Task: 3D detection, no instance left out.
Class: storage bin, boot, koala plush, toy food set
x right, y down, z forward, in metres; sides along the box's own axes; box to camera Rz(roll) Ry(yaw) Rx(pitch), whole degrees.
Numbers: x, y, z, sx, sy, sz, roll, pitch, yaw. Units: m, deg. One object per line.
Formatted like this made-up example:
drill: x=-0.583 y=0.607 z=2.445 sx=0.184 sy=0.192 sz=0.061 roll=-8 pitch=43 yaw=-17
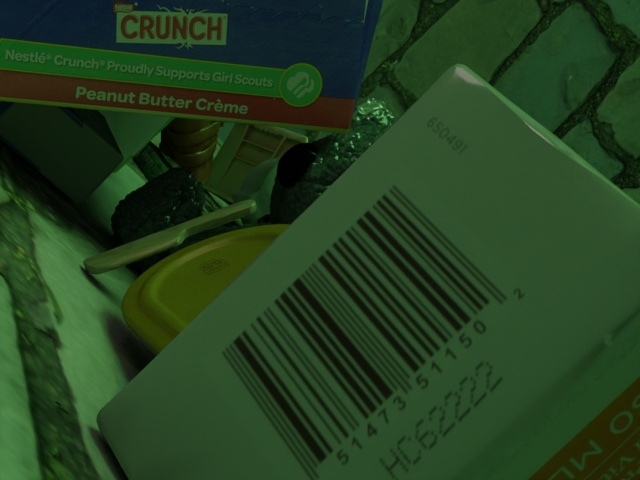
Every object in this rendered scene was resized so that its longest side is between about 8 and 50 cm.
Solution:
storage bin: x=-0.005 y=-0.045 z=1.670 sx=0.262 sy=0.123 sz=0.260 roll=34 pitch=-5 yaw=-31
boot: x=-0.168 y=-0.164 z=1.461 sx=0.109 sy=0.220 sz=0.283 roll=7 pitch=22 yaw=-7
koala plush: x=0.000 y=0.000 z=0.873 sx=0.203 sy=0.221 sz=0.196 roll=44 pitch=3 yaw=-36
toy food set: x=-0.041 y=0.049 z=0.680 sx=0.218 sy=0.128 sz=0.071 roll=30 pitch=-40 yaw=58

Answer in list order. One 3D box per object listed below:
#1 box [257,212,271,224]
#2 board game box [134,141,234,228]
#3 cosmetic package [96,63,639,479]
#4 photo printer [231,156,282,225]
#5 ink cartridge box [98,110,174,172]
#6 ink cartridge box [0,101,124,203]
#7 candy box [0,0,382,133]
box: x=0.035 y=0.067 z=1.051 sx=0.201 sy=0.021 sz=0.164 roll=12 pitch=59 yaw=-46
board game box: x=-0.133 y=-0.027 z=1.346 sx=0.136 sy=0.030 sz=0.260 roll=46 pitch=2 yaw=-37
cosmetic package: x=0.127 y=0.142 z=0.623 sx=0.453 sy=0.230 sz=0.161 roll=41 pitch=5 yaw=-48
photo printer: x=0.007 y=0.024 z=1.291 sx=0.256 sy=0.107 sz=0.307 roll=58 pitch=-6 yaw=-8
ink cartridge box: x=-0.272 y=-0.226 z=1.227 sx=0.207 sy=0.119 sz=0.353 roll=45 pitch=3 yaw=-30
ink cartridge box: x=-0.205 y=-0.090 z=0.908 sx=0.088 sy=0.052 sz=0.122 roll=43 pitch=2 yaw=-27
candy box: x=-0.133 y=-0.184 z=0.898 sx=0.268 sy=0.122 sz=0.317 roll=5 pitch=17 yaw=-19
